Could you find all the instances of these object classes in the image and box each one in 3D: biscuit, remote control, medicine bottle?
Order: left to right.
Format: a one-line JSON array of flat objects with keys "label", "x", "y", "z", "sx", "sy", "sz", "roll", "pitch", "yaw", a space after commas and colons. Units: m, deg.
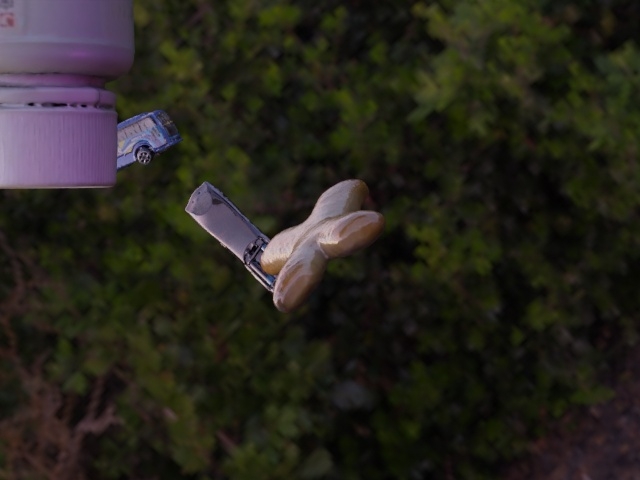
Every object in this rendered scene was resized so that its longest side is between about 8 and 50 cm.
[{"label": "medicine bottle", "x": -0.320, "y": -0.206, "z": 1.843, "sx": 0.241, "sy": 0.241, "sz": 0.302, "roll": 0, "pitch": 92, "yaw": 53}, {"label": "remote control", "x": -0.107, "y": -0.003, "z": 2.346, "sx": 0.212, "sy": 0.028, "sz": 0.059, "roll": 41, "pitch": 105, "yaw": 30}, {"label": "biscuit", "x": -0.001, "y": 0.000, "z": 2.013, "sx": 0.164, "sy": 0.047, "sz": 0.208, "roll": -39, "pitch": 15, "yaw": 4}]

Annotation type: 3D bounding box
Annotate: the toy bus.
[{"label": "toy bus", "x": -0.251, "y": -0.114, "z": 2.150, "sx": 0.153, "sy": 0.061, "sz": 0.051, "roll": -23, "pitch": 8, "yaw": 20}]
